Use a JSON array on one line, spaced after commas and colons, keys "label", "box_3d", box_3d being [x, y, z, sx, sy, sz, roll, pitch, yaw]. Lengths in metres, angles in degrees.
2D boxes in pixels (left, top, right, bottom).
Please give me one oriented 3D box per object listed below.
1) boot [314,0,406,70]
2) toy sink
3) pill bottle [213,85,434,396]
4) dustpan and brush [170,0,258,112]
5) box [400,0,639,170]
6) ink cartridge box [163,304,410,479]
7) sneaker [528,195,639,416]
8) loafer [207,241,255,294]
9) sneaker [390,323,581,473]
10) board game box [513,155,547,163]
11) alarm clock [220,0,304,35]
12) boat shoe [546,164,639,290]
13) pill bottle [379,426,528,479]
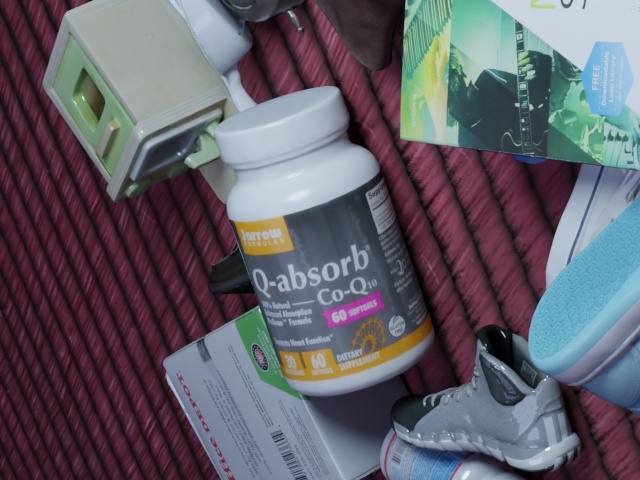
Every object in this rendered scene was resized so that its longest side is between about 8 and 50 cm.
[{"label": "boot", "box_3d": [0.003, -0.295, 1.799, 0.248, 0.090, 0.207, 52, 151, 23]}, {"label": "toy sink", "box_3d": [-0.187, -0.140, 2.185, 0.234, 0.131, 0.153, 55, 150, 13]}, {"label": "pill bottle", "box_3d": [0.000, 0.000, 1.969, 0.162, 0.162, 0.278, 3, 116, 57]}, {"label": "dustpan and brush", "box_3d": [-0.101, -0.198, 2.036, 0.211, 0.060, 0.147, 52, -168, -13]}, {"label": "box", "box_3d": [0.181, -0.181, 1.562, 0.322, 0.058, 0.232, 11, 101, 56]}, {"label": "ink cartridge box", "box_3d": [-0.035, 0.173, 2.203, 0.211, 0.121, 0.289, 63, 151, 1]}, {"label": "sneaker", "box_3d": [0.334, 0.033, 1.527, 0.208, 0.127, 0.319, 33, 125, -21]}, {"label": "loafer", "box_3d": [-0.051, 0.006, 2.158, 0.220, 0.080, 0.078, -25, 69, 51]}, {"label": "sneaker", "box_3d": [0.153, 0.139, 1.932, 0.228, 0.086, 0.132, 7, 115, 45]}, {"label": "board game box", "box_3d": [0.170, -0.149, 1.711, 0.169, 0.033, 0.133, 57, 155, 21]}, {"label": "alarm clock", "box_3d": [-0.073, -0.297, 1.950, 0.129, 0.064, 0.192, 21, 128, 50]}, {"label": "boat shoe", "box_3d": [0.259, -0.010, 1.626, 0.088, 0.096, 0.268, 46, 139, 35]}, {"label": "pill bottle", "box_3d": [0.140, 0.239, 2.014, 0.160, 0.087, 0.087, 29, 136, 46]}]
